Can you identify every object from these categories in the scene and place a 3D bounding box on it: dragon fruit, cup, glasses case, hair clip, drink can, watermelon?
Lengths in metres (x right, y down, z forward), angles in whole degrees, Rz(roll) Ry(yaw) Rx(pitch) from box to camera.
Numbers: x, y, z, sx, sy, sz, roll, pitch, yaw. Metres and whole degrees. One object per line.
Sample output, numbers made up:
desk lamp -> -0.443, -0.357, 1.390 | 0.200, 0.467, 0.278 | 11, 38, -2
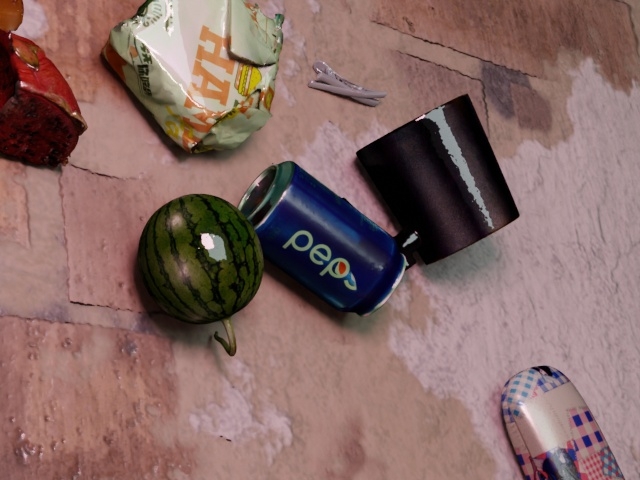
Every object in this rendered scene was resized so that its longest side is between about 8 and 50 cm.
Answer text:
dragon fruit -> -0.322, -0.177, 1.732 | 0.127, 0.120, 0.161 | 11, 53, -42
cup -> 0.126, -0.060, 2.049 | 0.177, 0.239, 0.166 | 62, 3, -1
glasses case -> 0.335, 0.316, 2.027 | 0.125, 0.076, 0.327 | -16, 78, -41
hair clip -> 0.037, -0.212, 2.107 | 0.115, 0.030, 0.039 | 19, 54, -31
drink can -> 0.000, 0.000, 1.898 | 0.205, 0.118, 0.118 | 36, 48, -17
watermelon -> -0.125, 0.039, 1.759 | 0.141, 0.141, 0.187 | -22, 86, -44

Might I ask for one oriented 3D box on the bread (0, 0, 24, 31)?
bread -> -0.396, -0.297, 1.771 | 0.129, 0.044, 0.126 | 12, 38, -27

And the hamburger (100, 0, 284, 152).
hamburger -> -0.136, -0.224, 1.909 | 0.214, 0.125, 0.235 | 51, 49, -13
